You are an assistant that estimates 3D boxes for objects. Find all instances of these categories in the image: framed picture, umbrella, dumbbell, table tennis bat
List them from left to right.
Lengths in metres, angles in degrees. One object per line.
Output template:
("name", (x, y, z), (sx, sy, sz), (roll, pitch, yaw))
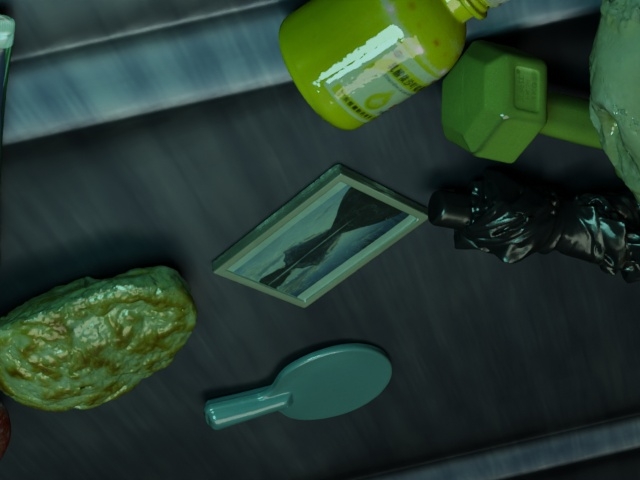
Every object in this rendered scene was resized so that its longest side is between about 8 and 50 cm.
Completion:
("table tennis bat", (-0.027, 0.190, 1.893), (0.244, 0.040, 0.153), (-15, 144, -6))
("framed picture", (0.000, 0.000, 1.660), (0.203, 0.015, 0.150), (-37, 139, 28))
("umbrella", (0.245, -0.017, 1.649), (0.272, 0.122, 0.110), (5, 97, -19))
("dumbbell", (0.265, -0.118, 1.509), (0.302, 0.121, 0.108), (11, 167, -30))

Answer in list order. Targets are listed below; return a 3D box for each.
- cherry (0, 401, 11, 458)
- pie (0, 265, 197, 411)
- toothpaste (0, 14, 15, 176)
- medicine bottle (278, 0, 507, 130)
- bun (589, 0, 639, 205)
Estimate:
("cherry", (-0.408, 0.190, 1.735), (0.107, 0.090, 0.225), (9, 123, -6))
("pie", (-0.252, 0.103, 1.651), (0.248, 0.090, 0.201), (-21, 145, 3))
("toothpaste", (-0.336, -0.065, 1.420), (0.098, 0.061, 0.392), (-2, 141, -12))
("medicine bottle", (0.079, -0.197, 1.328), (0.212, 0.122, 0.122), (-30, 141, 22))
("bun", (0.387, -0.166, 1.363), (0.326, 0.234, 0.362), (-29, 113, -12))
